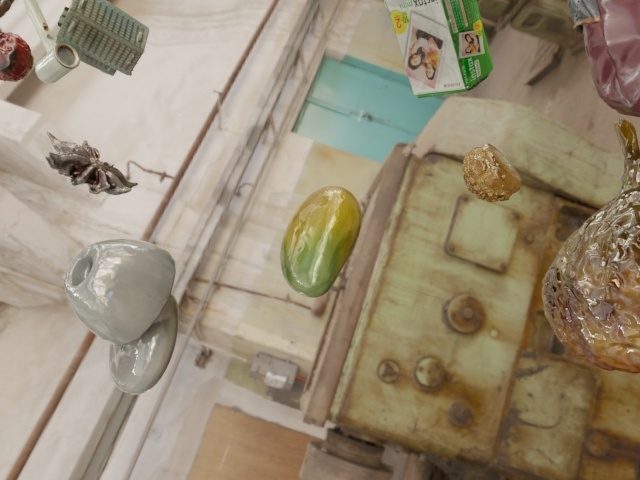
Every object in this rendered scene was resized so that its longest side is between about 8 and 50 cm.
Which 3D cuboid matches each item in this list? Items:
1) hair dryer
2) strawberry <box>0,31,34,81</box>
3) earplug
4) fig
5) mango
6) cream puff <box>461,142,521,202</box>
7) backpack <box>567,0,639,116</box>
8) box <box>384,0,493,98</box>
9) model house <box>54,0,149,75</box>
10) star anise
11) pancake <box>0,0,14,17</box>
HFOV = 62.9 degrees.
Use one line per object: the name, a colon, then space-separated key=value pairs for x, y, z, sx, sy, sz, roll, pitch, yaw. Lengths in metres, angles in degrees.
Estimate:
hair dryer: x=-0.779 y=-0.572 z=1.463 sx=0.073 sy=0.131 sz=0.237 roll=-40 pitch=-69 yaw=-51
strawberry: x=-0.617 y=-0.364 z=1.040 sx=0.106 sy=0.106 sz=0.106 roll=-161 pitch=90 yaw=-89
earplug: x=-0.344 y=0.134 z=0.938 sx=0.326 sy=0.175 sz=0.214 roll=100 pitch=155 yaw=-42
fig: x=0.452 y=0.002 z=0.754 sx=0.286 sy=0.286 sz=0.369 roll=115 pitch=145 yaw=-80
mango: x=0.000 y=0.000 z=0.779 sx=0.130 sy=0.092 sz=0.195 roll=-25 pitch=38 yaw=29
cream puff: x=0.382 y=-0.148 z=1.194 sx=0.103 sy=0.144 sz=0.126 roll=-41 pitch=-11 yaw=31
backpack: x=0.609 y=-0.380 z=0.933 sx=0.197 sy=0.283 sz=0.317 roll=-23 pitch=-78 yaw=-70
box: x=0.255 y=-0.446 z=1.138 sx=0.103 sy=0.250 sz=0.180 roll=-38 pitch=27 yaw=-25
model house: x=-0.670 y=-0.626 z=1.592 sx=0.215 sy=0.224 sz=0.198 roll=27 pitch=92 yaw=52
star anise: x=-0.483 y=-0.151 z=1.089 sx=0.061 sy=0.181 sz=0.204 roll=-44 pitch=-9 yaw=14
pancake: x=-0.800 y=-0.576 z=1.136 sx=0.250 sy=0.250 sz=0.031 roll=111 pitch=153 yaw=-60
